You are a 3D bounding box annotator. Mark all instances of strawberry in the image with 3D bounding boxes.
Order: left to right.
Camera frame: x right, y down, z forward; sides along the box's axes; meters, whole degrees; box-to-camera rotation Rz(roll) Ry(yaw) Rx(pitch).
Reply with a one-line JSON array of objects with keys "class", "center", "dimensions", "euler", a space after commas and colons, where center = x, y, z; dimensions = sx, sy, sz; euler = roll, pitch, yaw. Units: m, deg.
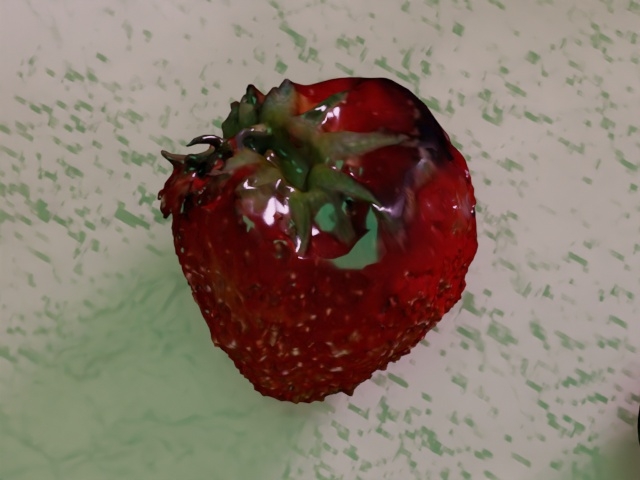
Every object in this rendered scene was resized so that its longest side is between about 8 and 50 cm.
[{"class": "strawberry", "center": [0.001, 0.000, 0.483], "dimensions": [0.106, 0.106, 0.106], "euler": [0, 81, 2]}]

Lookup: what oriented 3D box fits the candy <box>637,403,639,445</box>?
[{"class": "candy", "center": [0.198, -0.035, 0.491], "dimensions": [0.097, 0.097, 0.323], "euler": [26, 76, 6]}]
